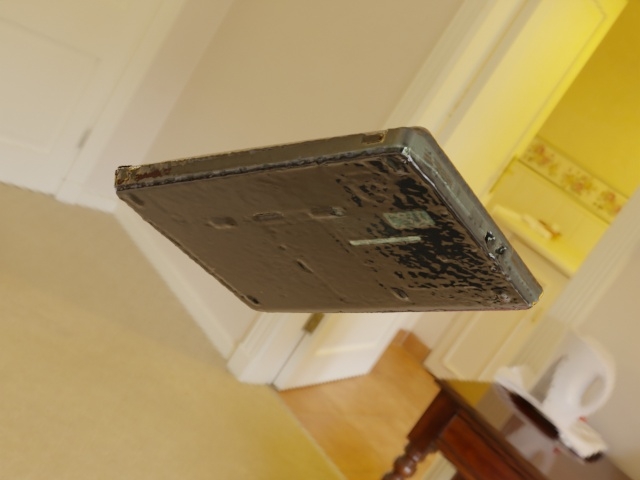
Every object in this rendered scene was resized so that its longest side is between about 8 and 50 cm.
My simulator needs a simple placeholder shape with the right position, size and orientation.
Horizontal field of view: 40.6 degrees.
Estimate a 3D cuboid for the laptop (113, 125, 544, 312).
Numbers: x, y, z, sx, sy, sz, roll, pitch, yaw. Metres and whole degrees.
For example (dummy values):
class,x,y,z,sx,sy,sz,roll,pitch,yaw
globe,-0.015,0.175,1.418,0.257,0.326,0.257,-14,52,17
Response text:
class,x,y,z,sx,sy,sz,roll,pitch,yaw
laptop,0.000,0.000,0.476,0.207,0.026,0.154,-3,-37,39
